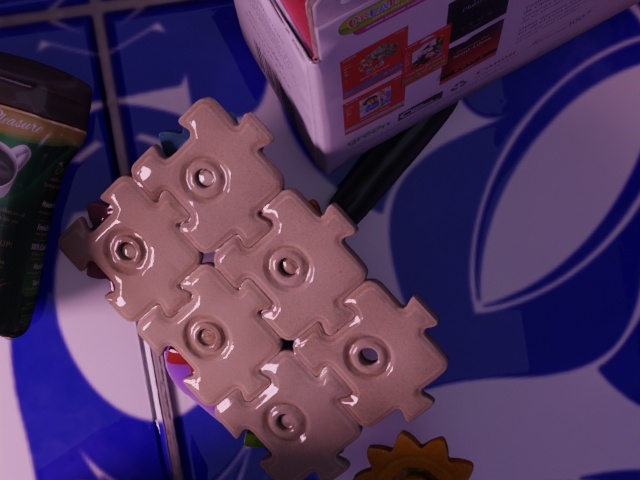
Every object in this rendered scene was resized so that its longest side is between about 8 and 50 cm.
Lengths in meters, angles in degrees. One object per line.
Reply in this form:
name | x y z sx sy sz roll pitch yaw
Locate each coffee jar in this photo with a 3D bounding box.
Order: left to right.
coffee jar | -0.220 -0.033 0.735 0.096 0.079 0.184 17 91 1

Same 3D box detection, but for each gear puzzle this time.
gear puzzle | -0.009 0.068 0.744 0.175 0.044 0.339 -41 93 22

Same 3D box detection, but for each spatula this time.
spatula | 0.000 0.000 0.784 0.084 0.030 0.296 39 88 -2

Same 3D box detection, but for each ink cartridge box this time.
ink cartridge box | 0.102 -0.200 0.658 0.309 0.272 0.130 -29 78 -5
